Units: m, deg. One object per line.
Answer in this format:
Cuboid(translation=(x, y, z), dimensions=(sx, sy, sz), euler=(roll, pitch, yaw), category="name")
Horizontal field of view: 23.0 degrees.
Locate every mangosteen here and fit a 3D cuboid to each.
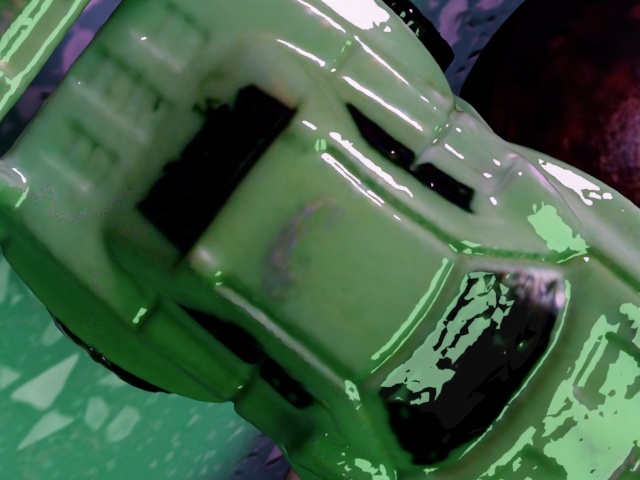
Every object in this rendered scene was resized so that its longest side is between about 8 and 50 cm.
Cuboid(translation=(0.224, -0.029, 0.872), dimensions=(0.297, 0.313, 0.297), euler=(-20, 130, -25), category="mangosteen")

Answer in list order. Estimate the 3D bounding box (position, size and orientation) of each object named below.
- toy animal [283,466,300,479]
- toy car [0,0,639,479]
Cuboid(translation=(0.012, 0.246, 1.009), dimensions=(0.256, 0.195, 0.213), euler=(-46, 139, -1), category="toy animal")
Cuboid(translation=(0.000, 0.000, 0.685), dimensions=(0.213, 0.359, 0.176), euler=(-50, 178, 3), category="toy car")
